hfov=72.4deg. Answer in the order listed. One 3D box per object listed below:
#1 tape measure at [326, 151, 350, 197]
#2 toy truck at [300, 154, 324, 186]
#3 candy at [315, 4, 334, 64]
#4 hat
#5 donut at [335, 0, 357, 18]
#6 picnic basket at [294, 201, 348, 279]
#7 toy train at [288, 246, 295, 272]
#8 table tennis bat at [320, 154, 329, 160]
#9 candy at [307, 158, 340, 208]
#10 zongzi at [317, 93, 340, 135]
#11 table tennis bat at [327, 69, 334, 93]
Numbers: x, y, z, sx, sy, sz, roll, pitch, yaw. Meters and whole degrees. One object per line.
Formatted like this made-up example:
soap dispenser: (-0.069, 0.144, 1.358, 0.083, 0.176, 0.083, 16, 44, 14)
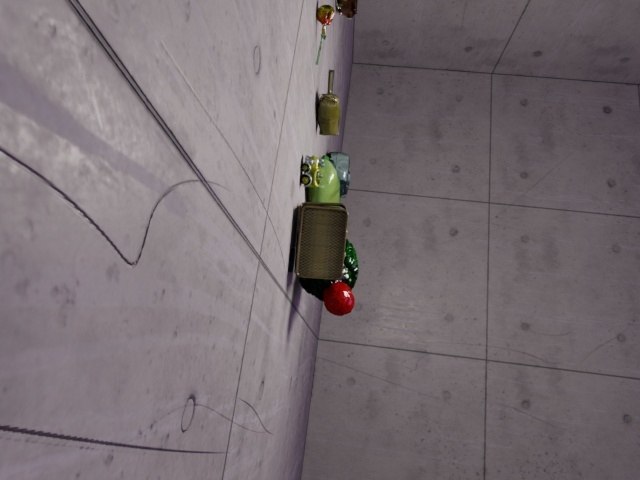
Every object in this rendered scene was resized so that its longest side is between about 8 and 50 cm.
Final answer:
tape measure: (0.096, -0.373, 2.466, 0.274, 0.147, 0.256, -80, 174, -54)
toy truck: (-0.026, -0.238, 1.500, 0.076, 0.077, 0.111, -74, 169, -68)
candy: (0.005, -0.704, 1.504, 0.060, 0.061, 0.200, -79, -179, -49)
hat: (0.035, 0.157, 1.682, 0.332, 0.243, 0.274, -96, 178, -49)
donut: (0.131, -1.192, 2.057, 0.270, 0.103, 0.269, 4, 90, -85)
picnic basket: (0.000, 0.000, 1.493, 0.139, 0.166, 0.266, -129, -136, -82)
toy train: (-0.094, 0.064, 1.441, 0.017, 0.017, 0.083, 52, 45, -87)
table tennis bat: (-0.003, -0.292, 2.032, 0.160, 0.039, 0.256, 87, 15, -61)
candy: (0.007, -0.183, 1.790, 0.142, 0.132, 0.343, -38, 157, -15)
zongzi: (0.036, -0.563, 1.771, 0.204, 0.094, 0.204, 87, 6, -62)
table tennis bat: (0.045, -0.686, 2.162, 0.173, 0.023, 0.300, -78, 174, -50)
